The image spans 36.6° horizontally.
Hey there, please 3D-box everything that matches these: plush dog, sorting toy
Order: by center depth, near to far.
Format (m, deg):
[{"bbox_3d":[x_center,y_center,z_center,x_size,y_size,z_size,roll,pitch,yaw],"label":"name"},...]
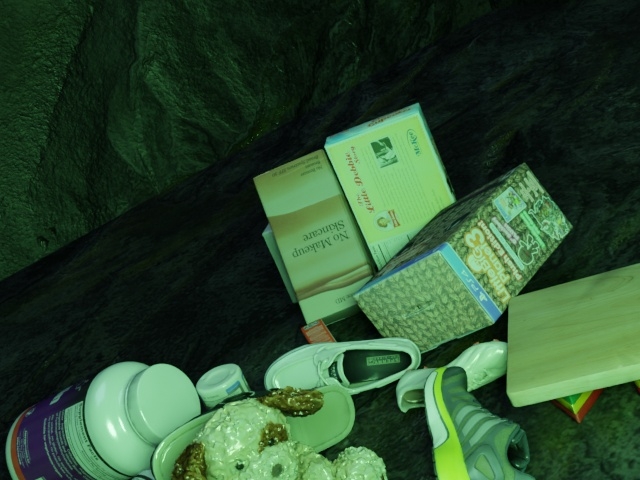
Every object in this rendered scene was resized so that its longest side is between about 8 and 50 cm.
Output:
[{"bbox_3d":[-0.075,0.306,1.255,0.262,0.225,0.211,-36,23,-28],"label":"plush dog"},{"bbox_3d":[0.394,0.144,1.328,0.257,0.089,0.255,-17,21,19],"label":"sorting toy"}]

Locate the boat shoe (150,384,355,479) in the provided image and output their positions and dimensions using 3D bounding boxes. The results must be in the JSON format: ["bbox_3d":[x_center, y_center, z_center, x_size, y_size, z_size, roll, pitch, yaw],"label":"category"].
[{"bbox_3d":[-0.112,0.286,1.424,0.340,0.127,0.113,-18,6,-36],"label":"boat shoe"}]

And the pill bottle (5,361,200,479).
[{"bbox_3d":[-0.344,0.305,1.544,0.323,0.181,0.181,-28,15,33],"label":"pill bottle"}]

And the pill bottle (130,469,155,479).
[{"bbox_3d":[-0.255,0.401,1.396,0.108,0.108,0.193,-2,29,47],"label":"pill bottle"}]

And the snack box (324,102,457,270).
[{"bbox_3d":[0.155,-0.076,1.816,0.187,0.322,0.060,-19,21,15],"label":"snack box"}]

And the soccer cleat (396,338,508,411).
[{"bbox_3d":[0.202,0.207,1.435,0.196,0.068,0.076,-23,24,24],"label":"soccer cleat"}]

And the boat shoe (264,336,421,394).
[{"bbox_3d":[0.030,0.201,1.538,0.258,0.095,0.084,-16,-5,7],"label":"boat shoe"}]

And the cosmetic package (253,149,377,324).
[{"bbox_3d":[0.000,0.000,1.810,0.153,0.296,0.129,-24,-11,6],"label":"cosmetic package"}]

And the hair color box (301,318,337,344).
[{"bbox_3d":[0.012,0.195,1.665,0.043,0.072,0.141,-26,19,-5],"label":"hair color box"}]

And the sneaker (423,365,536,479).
[{"bbox_3d":[0.205,0.263,1.257,0.121,0.111,0.300,-11,27,6],"label":"sneaker"}]

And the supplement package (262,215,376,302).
[{"bbox_3d":[0.020,-0.026,2.059,0.177,0.175,0.293,-15,22,20],"label":"supplement package"}]

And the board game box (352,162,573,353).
[{"bbox_3d":[0.238,0.036,1.607,0.291,0.141,0.232,-41,6,-40],"label":"board game box"}]

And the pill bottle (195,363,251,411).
[{"bbox_3d":[-0.137,0.273,1.542,0.078,0.137,0.078,-21,20,8],"label":"pill bottle"}]
